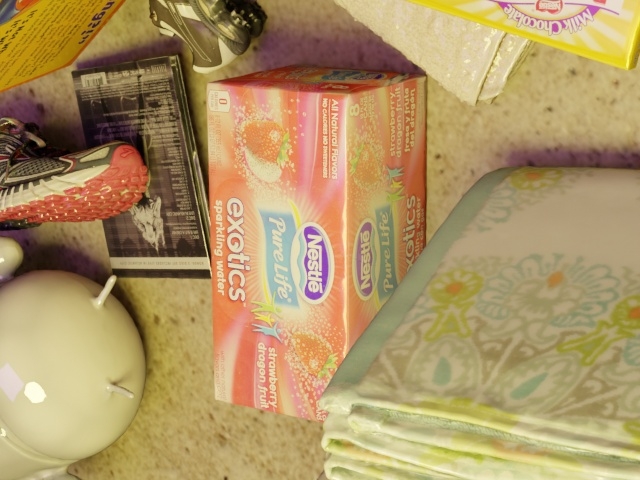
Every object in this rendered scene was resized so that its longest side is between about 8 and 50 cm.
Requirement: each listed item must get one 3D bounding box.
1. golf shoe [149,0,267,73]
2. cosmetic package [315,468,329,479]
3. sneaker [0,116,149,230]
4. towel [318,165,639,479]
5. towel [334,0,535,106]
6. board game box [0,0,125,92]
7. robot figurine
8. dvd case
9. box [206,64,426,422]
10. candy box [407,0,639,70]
[{"bbox_3d":[-0.143,-0.246,1.466,0.094,0.077,0.198,-43,76,33],"label":"golf shoe"},{"bbox_3d":[0.214,0.305,1.173,0.394,0.329,0.327,7,122,33],"label":"cosmetic package"},{"bbox_3d":[-0.296,-0.074,1.571,0.299,0.121,0.112,-4,85,41],"label":"sneaker"},{"bbox_3d":[0.208,0.068,1.145,0.321,0.374,0.090,7,129,31],"label":"towel"},{"bbox_3d":[0.083,-0.261,1.329,0.282,0.049,0.187,39,119,20],"label":"towel"},{"bbox_3d":[-0.334,-0.343,1.281,0.356,0.356,0.356,51,125,4],"label":"board game box"},{"bbox_3d":[-0.323,0.151,1.608,0.353,0.200,0.300,-24,82,35],"label":"robot figurine"},{"bbox_3d":[-0.176,-0.070,1.544,0.164,0.018,0.221,-1,103,46],"label":"dvd case"},{"bbox_3d":[0.000,0.000,1.392,0.154,0.142,0.300,9,107,31],"label":"box"},{"bbox_3d":[0.170,-0.217,1.242,0.206,0.027,0.105,21,114,22],"label":"candy box"}]
